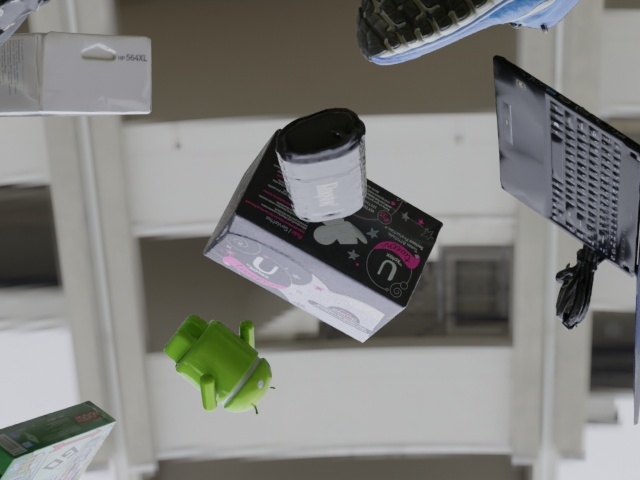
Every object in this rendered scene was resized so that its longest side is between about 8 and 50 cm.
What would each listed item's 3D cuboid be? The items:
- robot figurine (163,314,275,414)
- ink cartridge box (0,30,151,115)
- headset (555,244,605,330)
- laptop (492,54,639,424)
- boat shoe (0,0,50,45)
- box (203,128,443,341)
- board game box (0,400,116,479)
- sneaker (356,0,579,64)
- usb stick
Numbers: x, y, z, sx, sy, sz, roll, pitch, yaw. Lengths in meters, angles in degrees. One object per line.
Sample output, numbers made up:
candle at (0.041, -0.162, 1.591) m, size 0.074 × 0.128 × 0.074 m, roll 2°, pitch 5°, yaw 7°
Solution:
robot figurine at (-0.098, 0.125, 1.677) m, size 0.115 × 0.067 × 0.101 m, roll 39°, pitch -137°, yaw -4°
ink cartridge box at (-0.297, -0.174, 1.786) m, size 0.148 × 0.085 × 0.203 m, roll -4°, pitch -174°, yaw -43°
headset at (0.434, 0.081, 1.717) m, size 0.394 × 0.185 × 0.243 m, roll 27°, pitch 177°, yaw -15°
laptop at (0.225, 0.002, 1.526) m, size 0.264 × 0.234 × 0.136 m, roll 37°, pitch -109°, yaw 24°
boat shoe at (-0.213, -0.210, 1.097) m, size 0.340 × 0.127 × 0.113 m, roll -42°, pitch -162°, yaw 20°
box at (0.000, 0.000, 2.153) m, size 0.247 × 0.163 × 0.142 m, roll 30°, pitch -117°, yaw -6°
board game box at (-0.342, 0.286, 1.813) m, size 0.046 × 0.213 × 0.317 m, roll 34°, pitch -172°, yaw 9°
sneaker at (0.197, -0.264, 1.808) m, size 0.330 × 0.147 × 0.129 m, roll -24°, pitch -125°, yaw 6°
usb stick at (0.004, -0.062, 1.502) m, size 0.077 × 0.045 × 0.278 m, roll -19°, pitch 170°, yaw -1°
